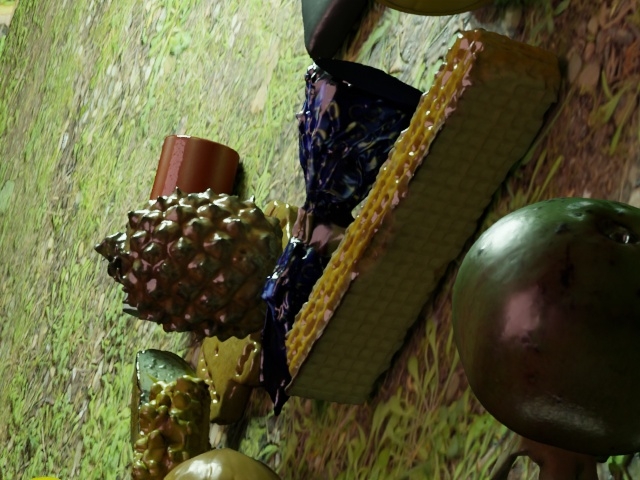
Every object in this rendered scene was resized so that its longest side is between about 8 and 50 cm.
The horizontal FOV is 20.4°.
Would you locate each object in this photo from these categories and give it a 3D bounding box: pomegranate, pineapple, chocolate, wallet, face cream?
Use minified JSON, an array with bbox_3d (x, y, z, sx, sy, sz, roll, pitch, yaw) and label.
[{"bbox_3d":[0.169,0.083,1.163,0.181,0.182,0.224,-115,30,-58],"label":"pomegranate"},{"bbox_3d":[-0.134,0.021,1.789,0.166,0.193,0.166,10,-90,-87],"label":"pineapple"},{"bbox_3d":[0.001,0.004,1.662,0.148,0.126,0.343,28,102,54],"label":"chocolate"},{"bbox_3d":[0.041,-0.316,1.899,0.250,0.044,0.149,-58,23,34],"label":"wallet"},{"bbox_3d":[-0.162,-0.009,2.091,0.096,0.096,0.214,-11,64,65],"label":"face cream"}]

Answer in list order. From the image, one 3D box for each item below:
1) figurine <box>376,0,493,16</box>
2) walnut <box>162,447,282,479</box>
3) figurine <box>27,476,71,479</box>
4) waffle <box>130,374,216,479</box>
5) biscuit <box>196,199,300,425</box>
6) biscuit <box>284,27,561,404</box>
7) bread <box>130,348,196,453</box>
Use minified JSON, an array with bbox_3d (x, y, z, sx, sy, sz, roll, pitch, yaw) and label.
[{"bbox_3d":[0.100,-0.283,1.585,0.257,0.192,0.167,-63,-36,-86],"label":"figurine"},{"bbox_3d":[-0.094,0.296,1.645,0.159,0.159,0.206,168,110,-65],"label":"walnut"},{"bbox_3d":[-0.404,0.377,2.290,0.234,0.185,0.127,153,111,-63],"label":"figurine"},{"bbox_3d":[-0.148,0.239,1.829,0.197,0.070,0.193,80,-170,-72],"label":"waffle"},{"bbox_3d":[-0.076,0.075,1.910,0.248,0.035,0.184,-63,24,23],"label":"biscuit"},{"bbox_3d":[0.081,-0.013,1.526,0.378,0.094,0.054,-61,31,29],"label":"biscuit"},{"bbox_3d":[-0.180,0.203,2.001,0.157,0.083,0.094,-110,39,-59],"label":"bread"}]
